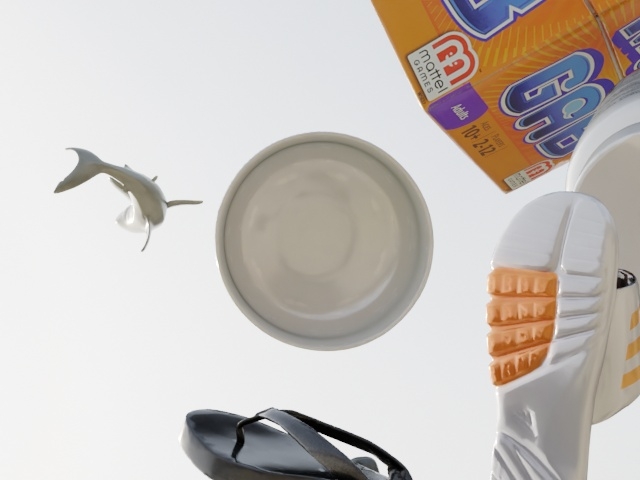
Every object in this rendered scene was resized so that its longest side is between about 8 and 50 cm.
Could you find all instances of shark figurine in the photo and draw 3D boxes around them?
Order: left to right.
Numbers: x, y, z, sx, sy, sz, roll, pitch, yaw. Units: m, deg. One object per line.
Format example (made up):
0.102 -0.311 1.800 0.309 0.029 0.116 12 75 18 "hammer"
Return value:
-0.284 -0.046 1.701 0.166 0.116 0.278 3 -19 12 "shark figurine"

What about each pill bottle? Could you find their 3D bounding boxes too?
0.287 -0.052 0.909 0.160 0.160 0.283 -45 -2 26 "pill bottle"

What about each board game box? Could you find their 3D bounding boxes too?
0.244 -0.319 1.206 0.356 0.357 0.356 -28 -19 15 "board game box"

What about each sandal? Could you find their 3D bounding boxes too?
0.019 0.151 0.730 0.097 0.254 0.055 5 -81 -57 "sandal"
0.164 0.094 0.735 0.076 0.102 0.265 -8 -71 -32 "sandal"

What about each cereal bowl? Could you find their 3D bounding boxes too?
0.000 0.000 1.749 0.338 0.339 0.141 -17 4 -6 "cereal bowl"

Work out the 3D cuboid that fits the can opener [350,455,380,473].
0.090 0.401 1.362 0.093 0.280 0.074 -4 -31 -35 "can opener"
